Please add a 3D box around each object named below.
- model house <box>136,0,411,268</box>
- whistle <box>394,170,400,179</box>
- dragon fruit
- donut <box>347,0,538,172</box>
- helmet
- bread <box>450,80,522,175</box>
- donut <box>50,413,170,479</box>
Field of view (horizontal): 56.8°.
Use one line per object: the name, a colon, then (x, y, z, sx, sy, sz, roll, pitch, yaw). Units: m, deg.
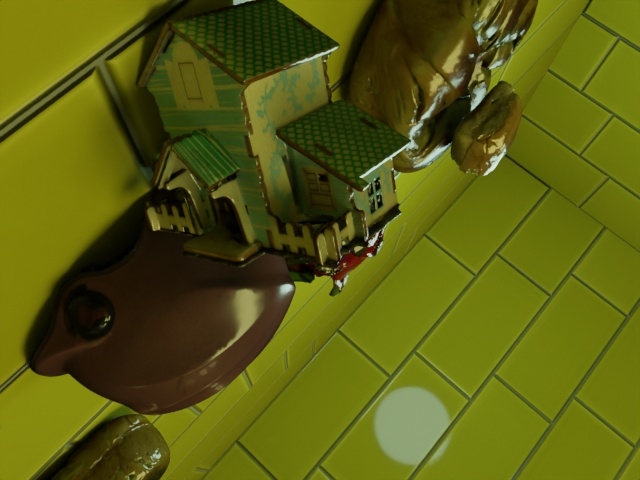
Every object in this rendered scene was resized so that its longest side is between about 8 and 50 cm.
model house: (-0.070, -0.105, 0.542, 0.178, 0.270, 0.207, -32, 123, -41)
whistle: (0.201, -0.216, 1.278, 0.101, 0.106, 0.253, 21, 116, -32)
dragon fruit: (-0.005, 0.001, 1.060, 0.269, 0.198, 0.200, -34, 176, -5)
donut: (0.187, -0.279, 0.914, 0.360, 0.170, 0.360, -45, 164, -17)
helmet: (-0.169, 0.099, 0.742, 0.338, 0.197, 0.271, -50, 169, -4)
bread: (0.259, -0.166, 0.908, 0.125, 0.082, 0.106, -49, 170, -9)
donut: (-0.396, 0.441, 1.071, 0.261, 0.128, 0.209, -41, 164, -27)
